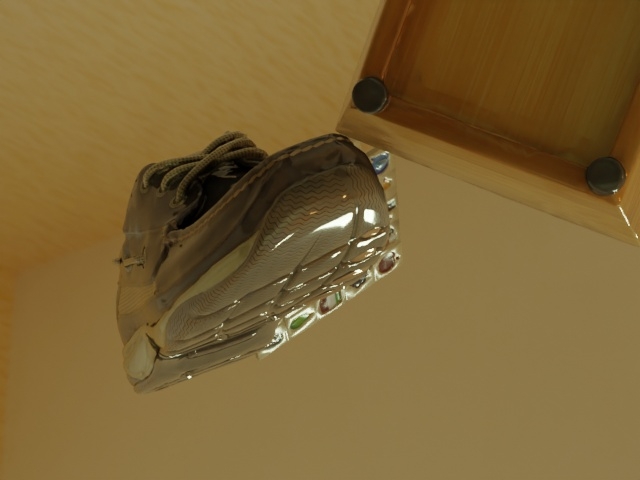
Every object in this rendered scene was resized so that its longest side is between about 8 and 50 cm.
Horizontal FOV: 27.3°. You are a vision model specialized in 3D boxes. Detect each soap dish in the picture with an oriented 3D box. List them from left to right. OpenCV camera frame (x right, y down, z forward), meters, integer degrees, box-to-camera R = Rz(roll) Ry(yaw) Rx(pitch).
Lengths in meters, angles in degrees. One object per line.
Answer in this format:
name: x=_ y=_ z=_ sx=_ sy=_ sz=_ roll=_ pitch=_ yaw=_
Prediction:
soap dish: x=0.154 y=-0.167 z=0.856 sx=0.228 sy=0.118 sz=0.291 roll=22 pitch=-79 yaw=13

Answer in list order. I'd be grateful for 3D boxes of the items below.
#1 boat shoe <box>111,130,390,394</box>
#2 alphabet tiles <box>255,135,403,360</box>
boat shoe: x=-0.073 y=0.002 z=0.844 sx=0.130 sy=0.132 sz=0.355 roll=67 pitch=-29 yaw=10
alphabet tiles: x=0.000 y=0.000 z=1.328 sx=0.198 sy=0.237 sz=0.009 roll=-33 pitch=-126 yaw=-19
